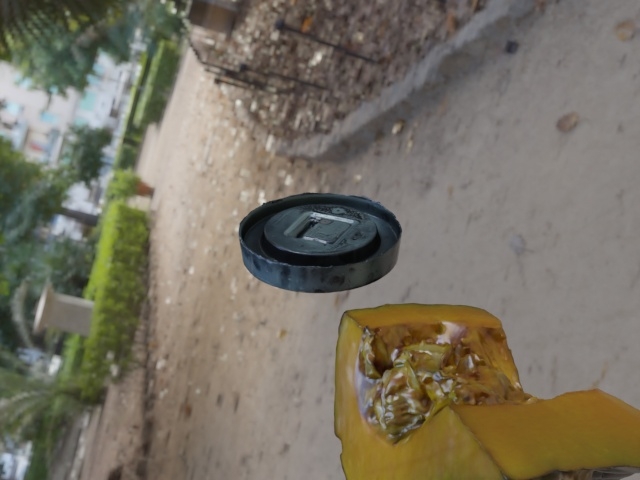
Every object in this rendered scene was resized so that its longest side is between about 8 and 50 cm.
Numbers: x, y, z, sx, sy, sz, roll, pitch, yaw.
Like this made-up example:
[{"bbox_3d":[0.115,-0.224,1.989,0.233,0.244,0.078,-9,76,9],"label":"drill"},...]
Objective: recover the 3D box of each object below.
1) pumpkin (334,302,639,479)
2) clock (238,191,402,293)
[{"bbox_3d":[0.103,0.131,0.606,0.248,0.130,0.126,-142,58,-66],"label":"pumpkin"},{"bbox_3d":[0.000,0.000,0.513,0.085,0.085,0.017,-101,9,-62],"label":"clock"}]
